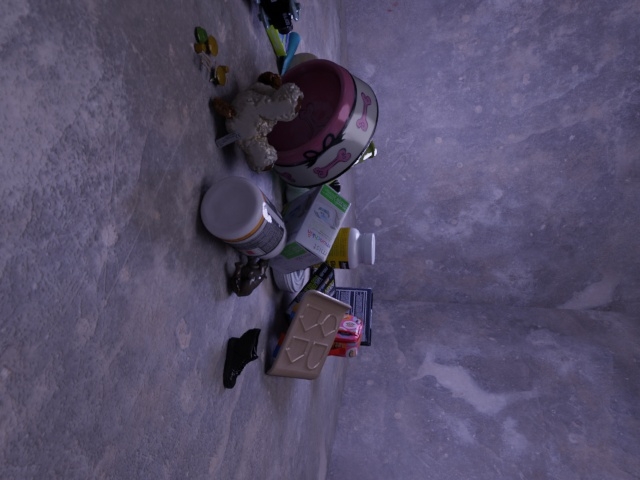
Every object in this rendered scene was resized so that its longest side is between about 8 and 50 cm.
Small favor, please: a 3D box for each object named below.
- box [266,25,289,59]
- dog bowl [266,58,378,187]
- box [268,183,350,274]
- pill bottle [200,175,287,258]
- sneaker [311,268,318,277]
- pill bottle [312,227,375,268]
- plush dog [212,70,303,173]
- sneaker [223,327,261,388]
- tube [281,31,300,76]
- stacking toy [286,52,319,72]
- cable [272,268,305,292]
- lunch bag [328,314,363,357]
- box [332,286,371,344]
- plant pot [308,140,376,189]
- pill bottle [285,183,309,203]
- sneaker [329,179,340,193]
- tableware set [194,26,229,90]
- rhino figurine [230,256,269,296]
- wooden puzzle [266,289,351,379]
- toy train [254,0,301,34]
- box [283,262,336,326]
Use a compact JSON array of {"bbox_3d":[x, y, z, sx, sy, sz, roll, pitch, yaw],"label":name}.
[{"bbox_3d":[-0.150,-0.744,1.527,0.178,0.042,0.109,57,36,-67],"label":"box"},{"bbox_3d":[-0.033,-0.378,1.344,0.150,0.407,0.409,32,57,-50],"label":"dog bowl"},{"bbox_3d":[-0.055,-0.029,1.400,0.126,0.261,0.231,37,61,-21],"label":"box"},{"bbox_3d":[-0.187,-0.046,1.146,0.278,0.162,0.162,55,38,-70],"label":"pill bottle"},{"bbox_3d":[0.001,0.118,2.163,0.153,0.099,0.283,83,7,-53],"label":"sneaker"},{"bbox_3d":[0.073,0.035,1.945,0.188,0.333,0.188,1,90,-77],"label":"pill bottle"},{"bbox_3d":[-0.183,-0.349,1.193,0.263,0.210,0.225,-61,-165,24],"label":"plush dog"},{"bbox_3d":[-0.217,0.332,1.215,0.051,0.088,0.171,47,45,-73],"label":"sneaker"},{"bbox_3d":[-0.120,-0.716,1.651,0.080,0.052,0.207,109,-7,-56],"label":"tube"},{"bbox_3d":[-0.054,-0.616,1.818,0.330,0.141,0.141,79,17,-66],"label":"stacking toy"},{"bbox_3d":[-0.117,0.073,1.657,0.257,0.089,0.258,-23,114,-78],"label":"cable"},{"bbox_3d":[0.034,0.422,1.915,0.258,0.292,0.120,-58,152,-67],"label":"lunch bag"},{"bbox_3d":[0.130,0.408,2.334,0.183,0.293,0.297,61,32,-71],"label":"box"},{"bbox_3d":[0.013,-0.312,1.524,0.254,0.276,0.276,-45,159,-4],"label":"plant pot"},{"bbox_3d":[-0.055,-0.152,1.746,0.160,0.160,0.283,-74,160,-50],"label":"pill bottle"},{"bbox_3d":[0.021,-0.228,2.069,0.281,0.106,0.163,-114,-157,-52],"label":"sneaker"},{"bbox_3d":[-0.268,-0.448,1.069,0.154,0.024,0.104,28,61,-75],"label":"tableware set"},{"bbox_3d":[-0.201,0.096,1.297,0.243,0.073,0.107,-44,150,-75],"label":"rhino figurine"},{"bbox_3d":[-0.049,0.367,1.672,0.322,0.080,0.348,33,84,-53],"label":"wooden puzzle"},{"bbox_3d":[-0.152,-0.795,1.285,0.334,0.142,0.191,60,24,-58],"label":"toy train"},{"bbox_3d":[-0.036,0.250,1.790,0.270,0.060,0.216,-50,156,-24],"label":"box"}]
